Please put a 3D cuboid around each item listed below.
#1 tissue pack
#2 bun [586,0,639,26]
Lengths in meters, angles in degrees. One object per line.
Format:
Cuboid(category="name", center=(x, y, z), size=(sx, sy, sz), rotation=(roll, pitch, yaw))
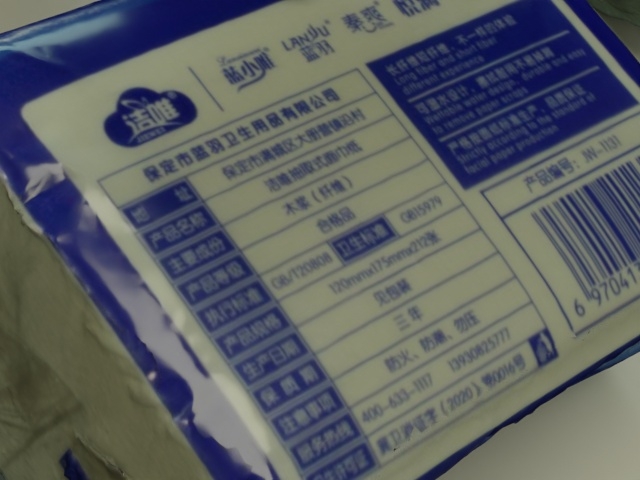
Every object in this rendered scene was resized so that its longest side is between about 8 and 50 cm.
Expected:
Cuboid(category="tissue pack", center=(0.000, 0.000, 0.658), size=(0.270, 0.137, 0.209), rotation=(-28, 72, -38))
Cuboid(category="bun", center=(0.142, -0.153, 0.852), size=(0.141, 0.083, 0.141), rotation=(13, 45, -14))
